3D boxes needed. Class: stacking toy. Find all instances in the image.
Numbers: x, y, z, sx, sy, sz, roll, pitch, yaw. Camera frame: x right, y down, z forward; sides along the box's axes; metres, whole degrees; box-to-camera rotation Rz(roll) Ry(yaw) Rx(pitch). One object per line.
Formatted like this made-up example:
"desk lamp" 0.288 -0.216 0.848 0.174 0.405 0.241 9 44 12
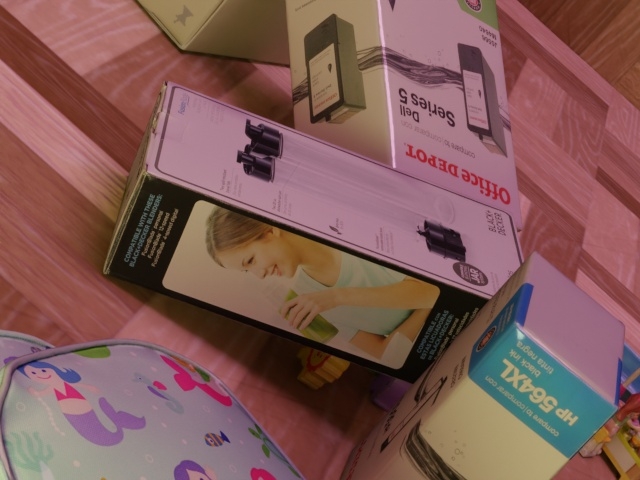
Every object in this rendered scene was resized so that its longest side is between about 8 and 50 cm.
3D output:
"stacking toy" 0.057 0.080 1.252 0.167 0.052 0.221 35 21 -20

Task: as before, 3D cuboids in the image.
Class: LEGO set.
"LEGO set" 0.254 0.121 1.446 0.287 0.107 0.132 49 21 15

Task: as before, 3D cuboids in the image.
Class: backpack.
"backpack" -0.112 0.145 0.651 0.253 0.191 0.225 45 21 20

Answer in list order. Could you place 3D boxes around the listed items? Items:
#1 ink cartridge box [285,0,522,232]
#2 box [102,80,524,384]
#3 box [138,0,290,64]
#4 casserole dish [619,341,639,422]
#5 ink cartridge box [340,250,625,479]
"ink cartridge box" 0.075 -0.136 1.467 0.198 0.115 0.272 19 58 -45
"box" 0.000 0.000 1.150 0.290 0.087 0.169 20 25 -11
"box" -0.066 -0.270 1.620 0.148 0.121 0.311 50 22 16
"casserole dish" 0.276 0.115 1.598 0.188 0.037 0.114 46 21 7
"ink cartridge box" 0.098 0.124 1.029 0.086 0.203 0.148 39 20 -3
